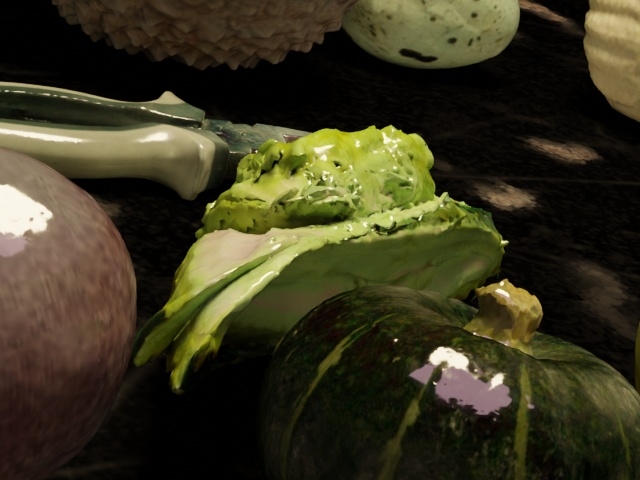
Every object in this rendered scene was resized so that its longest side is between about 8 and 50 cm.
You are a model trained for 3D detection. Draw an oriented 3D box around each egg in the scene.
[{"bbox_3d":[0.087,-0.200,1.369,0.164,0.131,0.131,18,21,-13],"label":"egg"}]

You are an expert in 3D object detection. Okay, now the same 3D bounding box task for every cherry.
[{"bbox_3d":[-0.154,0.036,0.640,0.176,0.140,0.176,-7,40,6],"label":"cherry"}]

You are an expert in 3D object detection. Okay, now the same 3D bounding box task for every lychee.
[{"bbox_3d":[-0.084,-0.257,1.202,0.300,0.300,0.300,13,22,-5],"label":"lychee"}]

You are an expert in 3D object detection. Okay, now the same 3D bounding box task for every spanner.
[{"bbox_3d":[-0.117,-0.061,1.021,0.324,0.040,0.096,5,25,-21],"label":"spanner"}]

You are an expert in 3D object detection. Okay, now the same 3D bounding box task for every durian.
[{"bbox_3d":[0.004,0.007,0.832,0.106,0.132,0.375,35,20,18],"label":"durian"}]

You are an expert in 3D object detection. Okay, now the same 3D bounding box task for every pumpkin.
[{"bbox_3d":[0.053,0.080,0.682,0.167,0.125,0.167,3,22,-1],"label":"pumpkin"}]

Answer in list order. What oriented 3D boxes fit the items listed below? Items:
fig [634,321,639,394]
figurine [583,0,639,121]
[{"bbox_3d":[0.229,0.089,0.773,0.167,0.167,0.233,8,60,-16],"label":"fig"},{"bbox_3d":[0.341,-0.115,1.333,0.185,0.204,0.332,-5,58,-43],"label":"figurine"}]
